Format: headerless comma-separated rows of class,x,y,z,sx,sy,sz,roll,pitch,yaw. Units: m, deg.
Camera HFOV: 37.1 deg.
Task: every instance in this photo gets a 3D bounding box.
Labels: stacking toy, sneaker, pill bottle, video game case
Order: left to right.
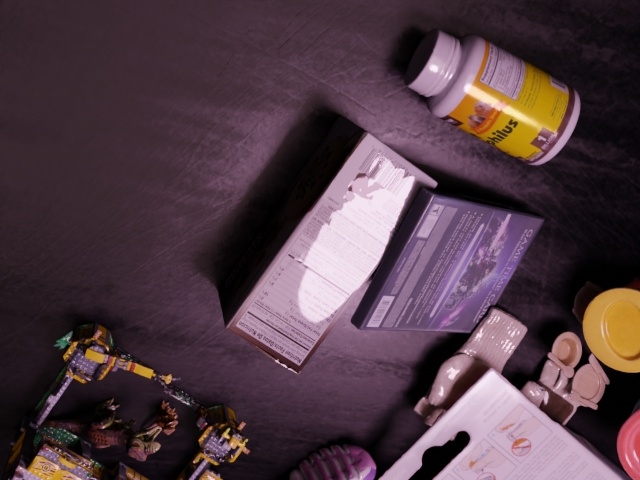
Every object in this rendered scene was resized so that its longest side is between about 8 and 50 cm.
sneaker,-0.014,0.388,1.376,0.236,0.095,0.104,-35,114,5
video game case,0.174,0.035,1.255,0.274,0.026,0.196,7,116,-49
pill bottle,0.222,-0.192,1.248,0.215,0.117,0.117,25,99,-15
stacking toy,0.535,0.190,1.317,0.279,0.130,0.309,-8,99,36

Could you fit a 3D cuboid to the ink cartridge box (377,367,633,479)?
ink cartridge box,0.265,0.389,1.415,0.385,0.091,0.308,41,98,-17

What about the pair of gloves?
pair of gloves,0.266,0.233,1.390,0.240,0.042,0.204,41,92,-24

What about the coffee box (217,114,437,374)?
coffee box,0.000,0.000,1.232,0.119,0.168,0.297,34,97,-16

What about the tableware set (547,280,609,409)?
tableware set,0.399,0.154,1.399,0.141,0.020,0.169,44,72,-22

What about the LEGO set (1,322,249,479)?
LEGO set,-0.255,0.282,1.245,0.255,0.192,0.331,-45,108,3
